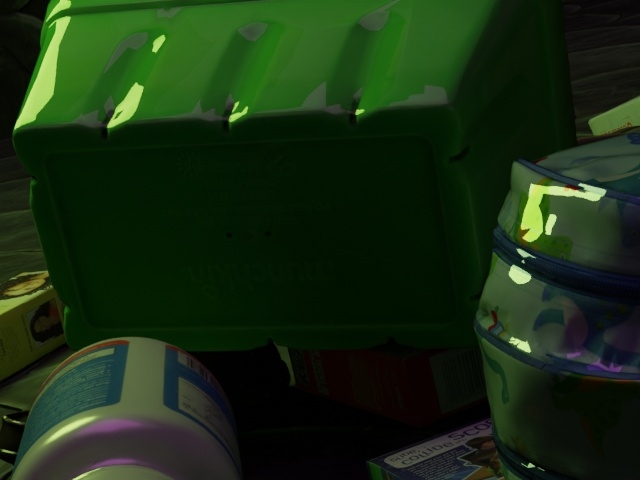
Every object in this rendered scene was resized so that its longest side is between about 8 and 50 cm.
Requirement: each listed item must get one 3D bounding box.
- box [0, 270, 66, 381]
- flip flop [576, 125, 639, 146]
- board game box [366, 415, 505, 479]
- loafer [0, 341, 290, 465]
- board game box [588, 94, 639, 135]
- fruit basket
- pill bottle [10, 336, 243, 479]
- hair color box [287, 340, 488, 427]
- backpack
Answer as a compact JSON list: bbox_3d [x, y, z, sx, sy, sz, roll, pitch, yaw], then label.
[{"bbox_3d":[-0.290,0.084,1.462,0.087,0.058,0.232,-7,14,27],"label":"box"},{"bbox_3d":[0.248,-0.032,1.374,0.080,0.112,0.277,14,20,34],"label":"flip flop"},{"bbox_3d":[0.144,0.118,0.904,0.201,0.035,0.136,-17,13,-21],"label":"board game box"},{"bbox_3d":[-0.130,0.099,1.168,0.220,0.078,0.080,-18,13,-26],"label":"loafer"},{"bbox_3d":[0.444,-0.170,1.563,0.318,0.066,0.319,-26,0,-8],"label":"board game box"},{"bbox_3d":[-0.002,-0.100,1.157,0.392,0.283,0.392,-9,26,4],"label":"fruit basket"},{"bbox_3d":[-0.102,0.135,0.867,0.124,0.124,0.221,-13,12,-2],"label":"pill bottle"},{"bbox_3d":[0.055,0.078,1.142,0.093,0.053,0.167,-19,12,-27],"label":"hair color box"},{"bbox_3d":[0.244,0.041,0.731,0.356,0.273,0.290,-26,20,-4],"label":"backpack"}]
